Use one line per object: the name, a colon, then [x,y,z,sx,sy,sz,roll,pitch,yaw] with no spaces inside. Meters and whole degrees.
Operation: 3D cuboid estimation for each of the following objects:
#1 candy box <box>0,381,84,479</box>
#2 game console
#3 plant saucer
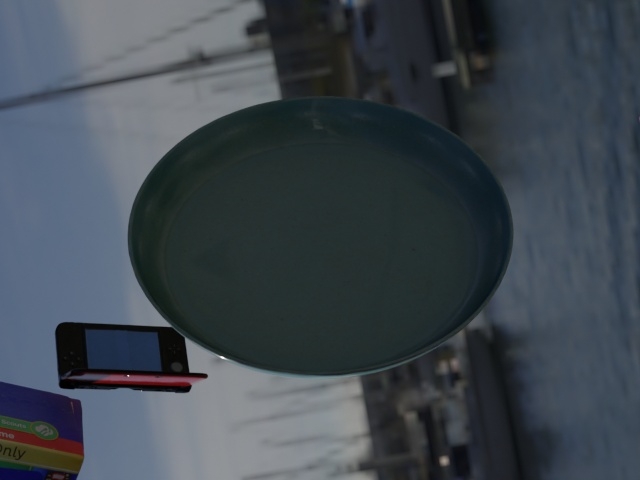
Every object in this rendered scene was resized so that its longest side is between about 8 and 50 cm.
candy box: [-0.421,0.294,1.883,0.122,0.268,0.317,-114,42,-59]
game console: [-0.201,0.117,1.900,0.085,0.144,0.124,112,155,-45]
plant saucer: [0.000,0.000,1.494,0.044,0.317,0.317,89,174,-47]
